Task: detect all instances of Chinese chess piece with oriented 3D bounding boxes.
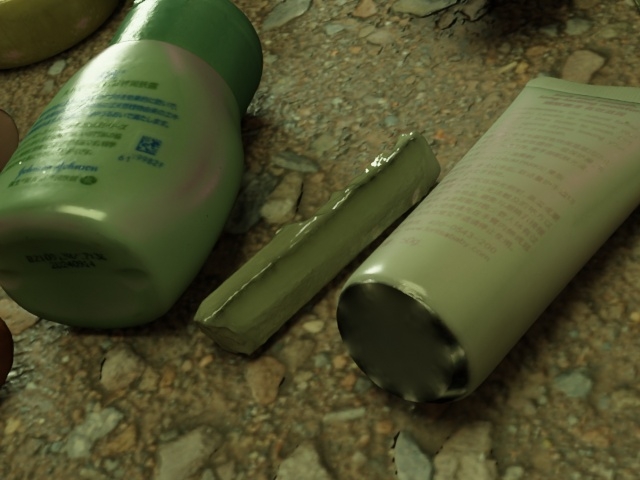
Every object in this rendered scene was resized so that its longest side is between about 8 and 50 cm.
[{"bbox_3d":[-0.352,-0.306,1.458,0.251,0.097,0.250,-12,44,11],"label":"Chinese chess piece"}]

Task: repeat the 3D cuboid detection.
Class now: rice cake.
[{"bbox_3d":[0.000,0.000,1.025,0.256,0.057,0.052,-42,47,-21],"label":"rice cake"}]

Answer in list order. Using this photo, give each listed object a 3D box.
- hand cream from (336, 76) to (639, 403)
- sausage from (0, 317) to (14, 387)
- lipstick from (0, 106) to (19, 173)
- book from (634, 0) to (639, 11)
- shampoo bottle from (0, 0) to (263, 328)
[{"bbox_3d":[0.157,-0.023,0.962,0.186,0.118,0.359,14,45,40],"label":"hand cream"},{"bbox_3d":[-0.365,0.054,1.082,0.114,0.113,0.259,-37,45,-17],"label":"sausage"},{"bbox_3d":[-0.441,-0.165,1.354,0.087,0.087,0.327,-38,44,-17],"label":"lipstick"},{"bbox_3d":[0.380,-0.266,1.177,0.182,0.014,0.127,-17,42,5],"label":"book"},{"bbox_3d":[-0.159,-0.092,1.118,0.222,0.151,0.349,-4,45,27],"label":"shampoo bottle"}]
